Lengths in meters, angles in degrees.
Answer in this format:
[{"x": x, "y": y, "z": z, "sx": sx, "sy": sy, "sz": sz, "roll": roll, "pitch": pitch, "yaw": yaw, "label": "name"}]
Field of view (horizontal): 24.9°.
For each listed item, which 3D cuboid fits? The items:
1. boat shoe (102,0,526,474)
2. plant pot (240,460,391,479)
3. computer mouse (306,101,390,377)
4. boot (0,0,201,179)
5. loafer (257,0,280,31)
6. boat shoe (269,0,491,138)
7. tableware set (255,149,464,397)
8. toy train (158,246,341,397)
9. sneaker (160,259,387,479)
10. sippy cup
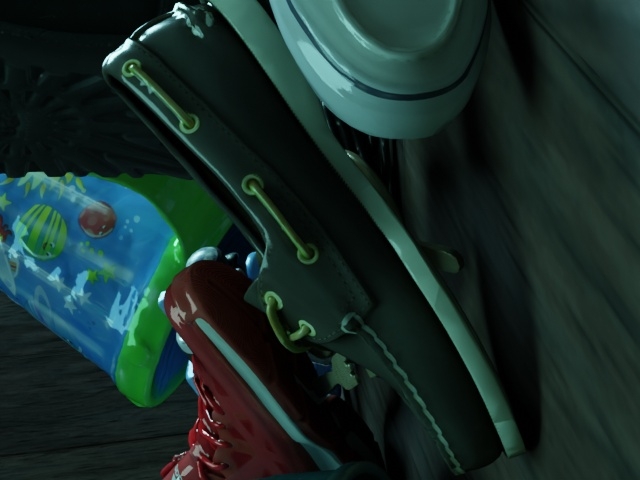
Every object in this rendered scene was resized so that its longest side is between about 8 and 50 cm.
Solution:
[{"x": -0.003, "y": 0.002, "z": 0.578, "sx": 0.227, "sy": 0.069, "sz": 0.081, "roll": 56, "pitch": 175, "yaw": 12, "label": "boat shoe"}, {"x": -0.095, "y": 0.249, "z": 0.707, "sx": 0.272, "sy": 0.255, "sz": 0.271, "roll": -4, "pitch": -90, "yaw": -74, "label": "plant pot"}, {"x": -0.002, "y": -0.010, "z": 0.867, "sx": 0.262, "sy": 0.060, "sz": 0.184, "roll": 172, "pitch": 91, "yaw": -82, "label": "computer mouse"}, {"x": -0.200, "y": -0.259, "z": 0.962, "sx": 0.146, "sy": 0.367, "sz": 0.445, "roll": 125, "pitch": 146, "yaw": -54, "label": "boot"}, {"x": 0.004, "y": -0.120, "z": 0.672, "sx": 0.094, "sy": 0.087, "sz": 0.251, "roll": 59, "pitch": 176, "yaw": -21, "label": "loafer"}, {"x": 0.017, "y": -0.148, "z": 0.531, "sx": 0.076, "sy": 0.083, "sz": 0.226, "roll": 100, "pitch": 163, "yaw": -60, "label": "boat shoe"}, {"x": 0.009, "y": 0.005, "z": 0.715, "sx": 0.128, "sy": 0.039, "sz": 0.194, "roll": 64, "pitch": 163, "yaw": 5, "label": "tableware set"}, {"x": -0.042, "y": 0.090, "z": 0.986, "sx": 0.184, "sy": 0.080, "sz": 0.105, "roll": 59, "pitch": -157, "yaw": -34, "label": "toy train"}, {"x": -0.056, "y": 0.113, "z": 0.820, "sx": 0.221, "sy": 0.128, "sz": 0.087, "roll": 55, "pitch": -166, "yaw": -36, "label": "sneaker"}, {"x": -0.192, "y": -0.001, "z": 1.317, "sx": 0.305, "sy": 0.224, "sz": 0.240, "roll": -65, "pitch": -8, "yaw": 29, "label": "sippy cup"}]
